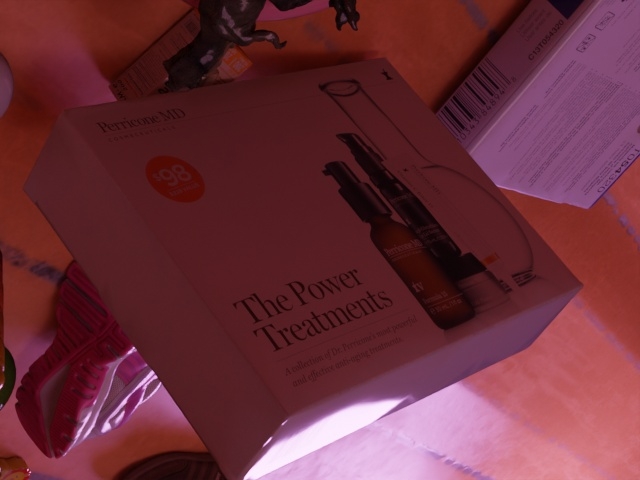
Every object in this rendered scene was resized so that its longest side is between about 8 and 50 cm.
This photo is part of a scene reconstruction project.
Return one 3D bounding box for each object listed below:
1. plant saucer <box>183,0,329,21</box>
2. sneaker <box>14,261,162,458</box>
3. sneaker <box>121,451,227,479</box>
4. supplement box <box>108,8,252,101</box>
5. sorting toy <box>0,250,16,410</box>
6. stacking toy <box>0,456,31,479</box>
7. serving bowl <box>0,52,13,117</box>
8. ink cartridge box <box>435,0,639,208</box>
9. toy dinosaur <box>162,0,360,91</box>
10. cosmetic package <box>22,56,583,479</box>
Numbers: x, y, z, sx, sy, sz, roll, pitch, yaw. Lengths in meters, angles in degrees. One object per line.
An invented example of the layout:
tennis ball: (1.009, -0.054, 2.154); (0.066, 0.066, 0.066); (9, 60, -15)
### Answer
plant saucer: (-0.001, -0.304, 0.890); (0.332, 0.084, 0.332); (-26, 148, -18)
sneaker: (-0.187, 0.089, 1.225); (0.111, 0.103, 0.252); (-10, 142, -53)
sneaker: (-0.152, 0.294, 1.556); (0.188, 0.071, 0.066); (0, 133, -47)
supplement box: (-0.111, -0.132, 1.053); (0.098, 0.036, 0.062); (-41, 150, 7)
sorting toy: (-0.306, 0.156, 1.153); (0.127, 0.126, 0.366); (-21, 145, -26)
stacking toy: (-0.354, 0.344, 1.317); (0.221, 0.167, 0.052); (-37, 150, -3)
serving bowl: (-0.257, -0.101, 0.949); (0.083, 0.027, 0.083); (-27, 148, -19)
ink cartridge box: (0.299, -0.186, 1.386); (0.324, 0.071, 0.330); (-51, 151, 20)
toy dinosaur: (-0.023, -0.195, 0.876); (0.118, 0.064, 0.268); (-5, 134, -33)
cosmetic package: (0.000, 0.000, 1.048); (0.377, 0.284, 0.097); (-18, 150, -47)
